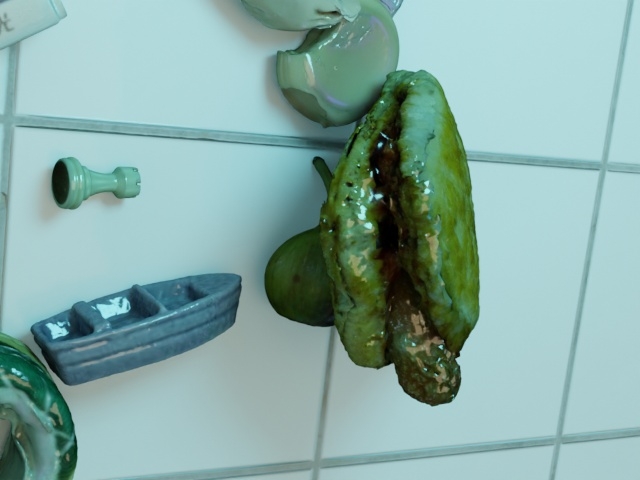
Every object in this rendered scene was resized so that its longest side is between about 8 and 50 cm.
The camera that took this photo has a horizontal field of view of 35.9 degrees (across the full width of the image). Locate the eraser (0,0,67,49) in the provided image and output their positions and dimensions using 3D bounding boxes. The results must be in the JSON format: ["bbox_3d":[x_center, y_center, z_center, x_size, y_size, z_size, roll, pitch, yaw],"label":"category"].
[{"bbox_3d":[-0.443,-0.250,1.119,0.279,0.081,0.124,-32,114,-19],"label":"eraser"}]

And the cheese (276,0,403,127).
[{"bbox_3d":[0.057,-0.296,1.386,0.163,0.082,0.286,37,80,-31],"label":"cheese"}]

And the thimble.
[{"bbox_3d":[-0.434,0.252,1.194,0.254,0.167,0.288,-2,102,-28],"label":"thimble"}]

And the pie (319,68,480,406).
[{"bbox_3d":[0.124,-0.030,1.336,0.181,0.418,0.395,-4,117,17],"label":"pie"}]

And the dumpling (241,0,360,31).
[{"bbox_3d":[-0.041,-0.347,1.299,0.199,0.118,0.136,16,54,-18],"label":"dumpling"}]

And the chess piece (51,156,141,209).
[{"bbox_3d":[-0.284,-0.073,1.262,0.103,0.067,0.067,-3,103,-37],"label":"chess piece"}]

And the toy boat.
[{"bbox_3d":[-0.228,0.106,1.294,0.283,0.127,0.078,-16,110,-27],"label":"toy boat"}]

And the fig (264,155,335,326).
[{"bbox_3d":[0.000,0.000,1.401,0.149,0.149,0.245,18,78,-31],"label":"fig"}]
